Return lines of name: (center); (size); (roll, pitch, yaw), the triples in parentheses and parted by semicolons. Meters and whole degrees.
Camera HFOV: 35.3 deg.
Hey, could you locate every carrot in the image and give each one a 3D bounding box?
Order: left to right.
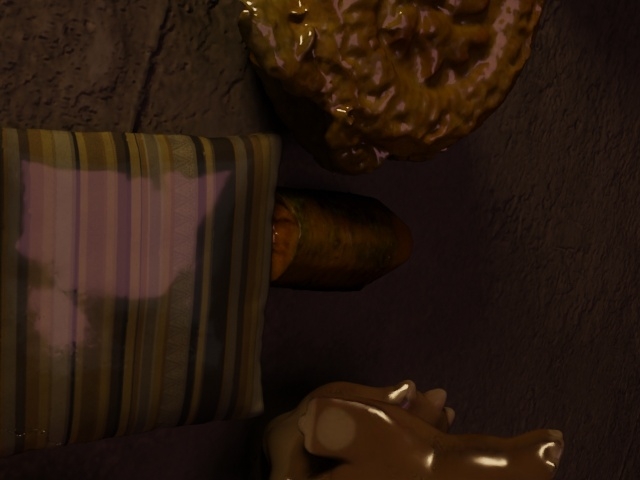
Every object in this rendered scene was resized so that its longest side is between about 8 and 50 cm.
carrot: (0.000, 0.000, 0.768); (0.173, 0.082, 0.082); (1, 104, -52)

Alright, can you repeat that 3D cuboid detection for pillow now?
pillow: (-0.122, 0.030, 0.650); (0.212, 0.052, 0.208); (-3, 104, -31)

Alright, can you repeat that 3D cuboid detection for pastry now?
pastry: (0.047, -0.166, 0.731); (0.235, 0.132, 0.240); (-51, 130, -9)

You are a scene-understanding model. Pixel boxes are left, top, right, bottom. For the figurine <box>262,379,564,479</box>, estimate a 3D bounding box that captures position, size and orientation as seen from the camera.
figurine: (0.072, 0.202, 0.806); (0.173, 0.247, 0.177); (35, 58, -71)
